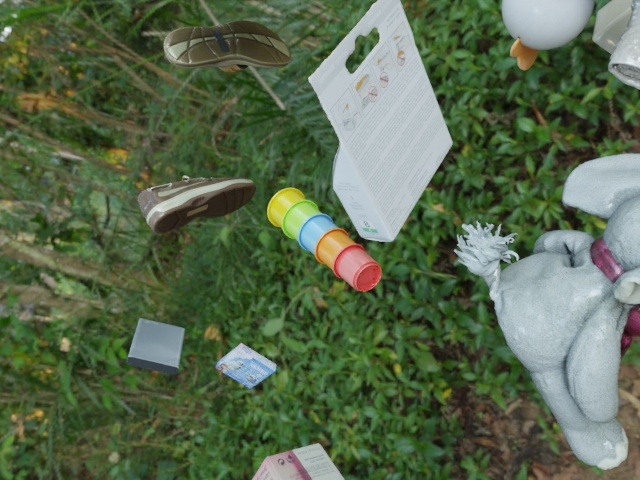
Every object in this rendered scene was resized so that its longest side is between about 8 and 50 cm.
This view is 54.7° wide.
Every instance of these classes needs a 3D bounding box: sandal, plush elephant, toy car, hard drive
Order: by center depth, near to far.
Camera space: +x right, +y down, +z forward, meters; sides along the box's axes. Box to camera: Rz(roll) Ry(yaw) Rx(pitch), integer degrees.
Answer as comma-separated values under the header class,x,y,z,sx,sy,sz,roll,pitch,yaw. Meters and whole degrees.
class,x,y,z,sx,sy,sz,roll,pitch,yaw
plush elephant,0.342,0.049,0.702,0.256,0.330,0.271,-25,35,29
toy car,0.315,-0.334,0.790,0.219,0.210,0.237,42,140,25
sandal,-0.126,-0.254,0.838,0.049,0.180,0.072,-42,65,58
hard drive,-0.317,0.204,1.205,0.135,0.094,0.022,-106,34,-65

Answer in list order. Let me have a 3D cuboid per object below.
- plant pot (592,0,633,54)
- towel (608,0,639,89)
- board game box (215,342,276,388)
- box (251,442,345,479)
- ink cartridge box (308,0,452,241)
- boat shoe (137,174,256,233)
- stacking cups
class,x,y,z,sx,sy,sz,roll,pitch,yaw
plant pot,0.515,-0.348,0.986,0.096,0.109,0.109,-51,8,49
towel,0.530,-0.243,0.799,0.049,0.282,0.187,97,-162,-72
board game box,-0.151,0.256,1.256,0.090,0.090,0.020,-41,23,34
box,-0.015,0.478,1.012,0.232,0.127,0.148,48,120,37
ink cartridge box,0.064,-0.138,0.703,0.056,0.224,0.181,6,50,42
boat shoe,-0.248,-0.099,1.253,0.095,0.258,0.095,49,132,20
stacking cups,0.000,0.000,1.233,0.316,0.096,0.096,44,119,48
